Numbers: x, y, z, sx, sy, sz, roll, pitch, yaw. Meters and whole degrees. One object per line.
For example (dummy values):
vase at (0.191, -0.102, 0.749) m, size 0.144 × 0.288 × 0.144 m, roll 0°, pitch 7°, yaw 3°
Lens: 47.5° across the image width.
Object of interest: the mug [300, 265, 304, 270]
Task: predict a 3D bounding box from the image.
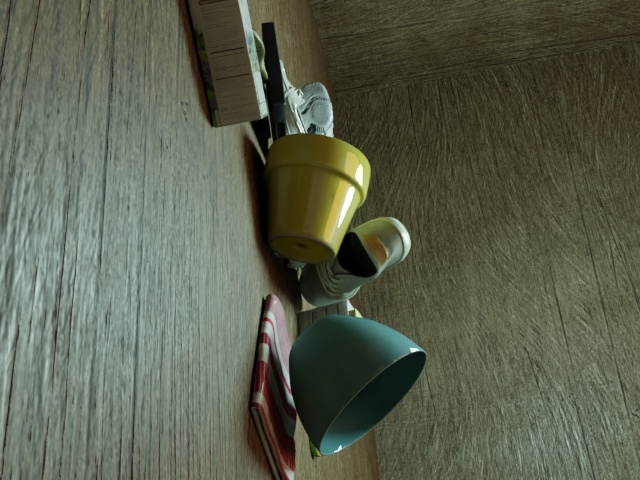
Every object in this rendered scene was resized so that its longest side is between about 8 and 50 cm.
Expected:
mug at (-0.017, 0.021, 2.104) m, size 0.129 × 0.097 × 0.157 m, roll 46°, pitch 35°, yaw -78°

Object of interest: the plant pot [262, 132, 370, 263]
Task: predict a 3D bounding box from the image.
plant pot at (-0.024, -0.085, 1.706) m, size 0.254 × 0.254 × 0.239 m, roll 67°, pitch 32°, yaw -63°

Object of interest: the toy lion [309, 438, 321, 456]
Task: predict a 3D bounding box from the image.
toy lion at (-0.009, 0.501, 1.853) m, size 0.096 × 0.034 × 0.100 m, roll 50°, pitch 30°, yaw -62°

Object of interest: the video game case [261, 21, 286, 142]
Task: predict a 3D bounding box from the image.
video game case at (-0.114, -0.359, 1.823) m, size 0.248 × 0.035 × 0.275 m, roll 92°, pitch -9°, yaw -58°

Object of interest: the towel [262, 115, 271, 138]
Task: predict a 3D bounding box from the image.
towel at (-0.141, -0.305, 1.884) m, size 0.060 × 0.009 × 0.083 m, roll -70°, pitch 151°, yaw -77°

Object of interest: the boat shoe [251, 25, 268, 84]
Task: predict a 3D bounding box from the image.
boat shoe at (-0.163, -0.420, 1.613) m, size 0.223 × 0.080 × 0.073 m, roll 76°, pitch 1°, yaw -74°

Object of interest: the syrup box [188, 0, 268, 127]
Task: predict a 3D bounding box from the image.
syrup box at (-0.169, -0.337, 1.348) m, size 0.093 × 0.096 × 0.237 m, roll -78°, pitch 158°, yaw -76°

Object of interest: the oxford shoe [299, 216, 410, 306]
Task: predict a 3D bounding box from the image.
oxford shoe at (0.051, 0.068, 1.853) m, size 0.169 × 0.130 × 0.449 m, roll 59°, pitch -37°, yaw 2°

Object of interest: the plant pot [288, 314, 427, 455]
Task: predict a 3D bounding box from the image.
plant pot at (0.047, 0.266, 1.493) m, size 0.195 × 0.290 × 0.290 m, roll 44°, pitch -11°, yaw 26°

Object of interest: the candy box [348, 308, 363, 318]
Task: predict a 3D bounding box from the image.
candy box at (0.123, 0.272, 1.908) m, size 0.206 × 0.027 × 0.105 m, roll 55°, pitch 27°, yaw -49°

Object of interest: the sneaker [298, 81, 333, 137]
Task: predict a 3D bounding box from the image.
sneaker at (-0.013, -0.344, 2.486) m, size 0.210 × 0.137 × 0.366 m, roll 9°, pitch 77°, yaw -83°

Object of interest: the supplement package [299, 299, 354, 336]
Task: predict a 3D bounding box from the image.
supplement package at (0.059, 0.323, 1.960) m, size 0.262 × 0.145 × 0.204 m, roll 58°, pitch 22°, yaw -46°

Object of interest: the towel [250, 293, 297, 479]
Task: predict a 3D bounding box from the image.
towel at (-0.084, 0.296, 1.471) m, size 0.329 × 0.037 × 0.237 m, roll -88°, pitch 166°, yaw -57°

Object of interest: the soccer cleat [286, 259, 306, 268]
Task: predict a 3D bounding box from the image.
soccer cleat at (-0.049, 0.023, 1.936) m, size 0.196 × 0.076 × 0.068 m, roll -82°, pitch 162°, yaw -68°

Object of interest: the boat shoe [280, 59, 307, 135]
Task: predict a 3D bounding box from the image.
boat shoe at (-0.089, -0.405, 2.104) m, size 0.096 × 0.088 × 0.267 m, roll -78°, pitch 158°, yaw -71°
